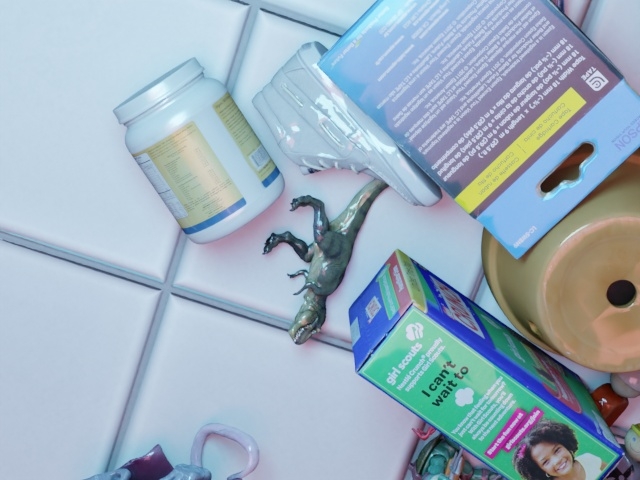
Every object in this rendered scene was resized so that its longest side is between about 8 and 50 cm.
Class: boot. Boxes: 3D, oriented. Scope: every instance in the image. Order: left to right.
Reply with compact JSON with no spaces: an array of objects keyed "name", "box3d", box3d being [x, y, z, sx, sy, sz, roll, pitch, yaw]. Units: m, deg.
[{"name":"boot","box3d":[0.031,-0.118,1.516,0.123,0.095,0.258,-41,88,19]}]

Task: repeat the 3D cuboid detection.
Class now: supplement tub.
[{"name":"supplement tub","box3d":[-0.151,-0.111,1.494,0.144,0.144,0.199,-30,103,10]}]

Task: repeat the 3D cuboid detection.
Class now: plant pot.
[{"name":"plant pot","box3d":[0.352,0.034,1.492,0.291,0.203,0.290,1,106,2]}]

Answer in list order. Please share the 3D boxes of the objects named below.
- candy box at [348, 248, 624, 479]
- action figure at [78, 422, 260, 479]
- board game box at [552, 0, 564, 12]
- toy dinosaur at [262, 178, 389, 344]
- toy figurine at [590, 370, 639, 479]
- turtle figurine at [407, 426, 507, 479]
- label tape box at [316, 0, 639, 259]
[{"name":"candy box","box3d":[0.194,0.167,1.502,0.317,0.268,0.122,34,101,-8]},{"name":"action figure","box3d":[-0.203,0.456,1.680,0.276,0.248,0.370,-37,123,-31]},{"name":"board game box","box3d":[0.207,-0.383,1.455,0.165,0.042,0.243,-5,106,3]},{"name":"toy dinosaur","box3d":[0.000,0.000,1.570,0.118,0.064,0.268,26,101,-12]},{"name":"toy figurine","box3d":[0.440,0.271,1.555,0.213,0.209,0.148,31,115,-8]},{"name":"turtle figurine","box3d":[0.176,0.331,1.636,0.175,0.118,0.234,4,114,-42]},{"name":"label tape box","box3d":[0.199,-0.182,1.425,0.334,0.106,0.240,44,106,-4]}]
